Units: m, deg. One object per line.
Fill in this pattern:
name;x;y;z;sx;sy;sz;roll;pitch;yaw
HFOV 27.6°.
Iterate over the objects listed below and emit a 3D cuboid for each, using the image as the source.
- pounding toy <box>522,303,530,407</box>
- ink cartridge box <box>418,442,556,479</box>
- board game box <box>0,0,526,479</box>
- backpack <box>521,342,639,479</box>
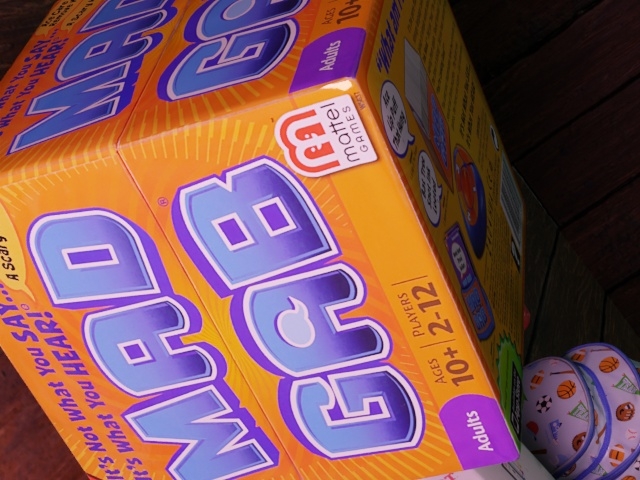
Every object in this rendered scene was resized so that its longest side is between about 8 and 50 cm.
pounding toy;0.149;0.097;1.444;0.237;0.110;0.183;32;25;-7
ink cartridge box;0.155;0.305;1.491;0.232;0.171;0.168;47;21;-18
board game box;-0.048;-0.028;1.111;0.356;0.356;0.356;-76;147;-54
backpack;0.380;0.277;1.900;0.213;0.263;0.276;32;31;-45
